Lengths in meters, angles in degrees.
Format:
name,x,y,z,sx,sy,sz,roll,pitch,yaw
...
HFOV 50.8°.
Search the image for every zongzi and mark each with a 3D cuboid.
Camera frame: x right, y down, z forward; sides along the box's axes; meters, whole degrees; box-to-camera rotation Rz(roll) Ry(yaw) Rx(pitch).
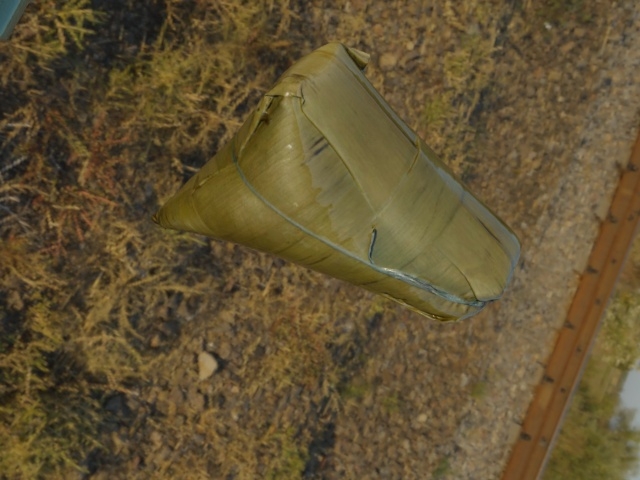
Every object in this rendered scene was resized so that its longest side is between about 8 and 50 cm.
name,x,y,z,sx,sy,sz,roll,pitch,yaw
zongzi,0.000,0.000,0.540,0.256,0.228,0.115,-35,-162,39

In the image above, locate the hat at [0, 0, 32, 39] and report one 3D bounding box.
name,x,y,z,sx,sy,sz,roll,pitch,yaw
hat,-0.256,-0.257,0.609,0.166,0.081,0.122,-58,-168,9
